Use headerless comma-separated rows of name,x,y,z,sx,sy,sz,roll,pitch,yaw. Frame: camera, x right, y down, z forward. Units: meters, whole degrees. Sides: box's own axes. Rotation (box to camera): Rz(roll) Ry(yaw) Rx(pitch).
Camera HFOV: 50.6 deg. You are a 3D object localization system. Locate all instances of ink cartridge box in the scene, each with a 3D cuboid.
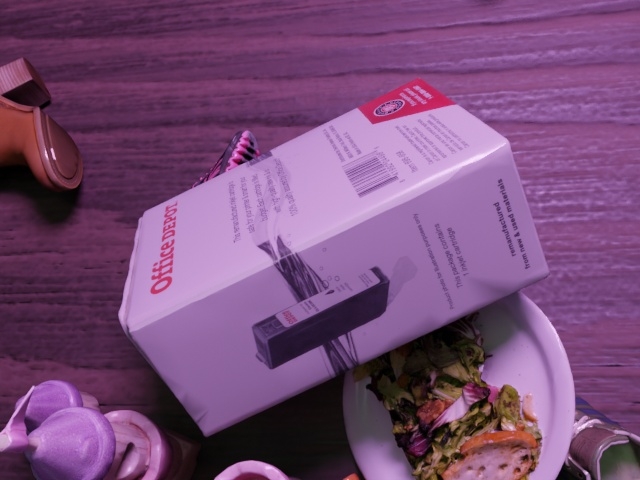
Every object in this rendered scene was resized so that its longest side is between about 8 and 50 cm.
ink cartridge box,0.000,0.000,0.527,0.272,0.114,0.197,-25,27,2

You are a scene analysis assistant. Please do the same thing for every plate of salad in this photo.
plate of salad,0.092,0.119,0.520,0.199,0.048,0.200,-13,69,37

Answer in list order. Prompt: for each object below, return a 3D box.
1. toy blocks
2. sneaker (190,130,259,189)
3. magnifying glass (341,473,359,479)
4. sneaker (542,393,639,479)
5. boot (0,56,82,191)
toy blocks,-0.203,0.241,0.459,0.308,0.260,0.289,19,77,17
sneaker,-0.100,-0.056,0.658,0.057,0.047,0.120,13,73,27
magnifying glass,0.074,0.288,0.511,0.092,0.026,0.231,-33,67,0
sneaker,0.194,0.147,0.501,0.192,0.086,0.064,36,82,20
boot,-0.340,-0.089,0.703,0.152,0.073,0.197,-33,56,-2
